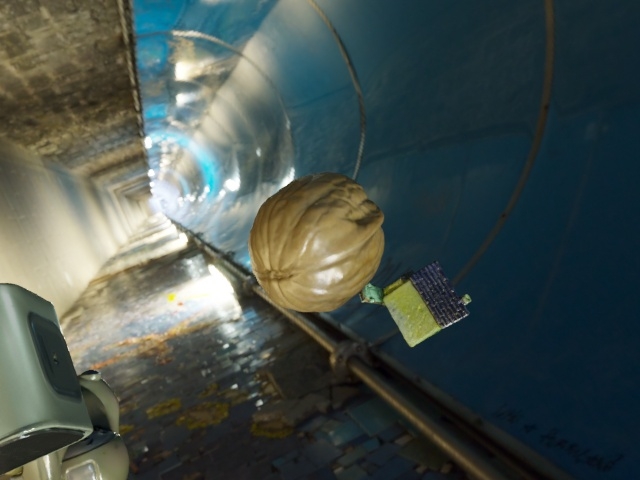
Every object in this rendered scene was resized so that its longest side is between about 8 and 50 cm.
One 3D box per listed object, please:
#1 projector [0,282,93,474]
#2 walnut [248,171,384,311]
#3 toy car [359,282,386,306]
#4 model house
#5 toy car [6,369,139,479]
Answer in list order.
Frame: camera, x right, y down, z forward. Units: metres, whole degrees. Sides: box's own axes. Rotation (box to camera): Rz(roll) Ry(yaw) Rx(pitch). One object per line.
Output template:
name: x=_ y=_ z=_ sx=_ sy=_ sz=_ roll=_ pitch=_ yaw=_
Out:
projector: x=-0.550 y=0.246 z=1.038 sx=0.248 sy=0.248 sz=0.249 roll=86 pitch=-21 yaw=-71
walnut: x=0.000 y=0.000 z=1.050 sx=0.224 sy=0.261 sz=0.225 roll=22 pitch=-50 yaw=28
toy car: x=0.168 y=0.164 z=1.880 sx=0.035 sy=0.121 sz=0.059 roll=-36 pitch=-128 yaw=35
model house: x=0.322 y=0.167 z=1.836 sx=0.211 sy=0.170 sz=0.194 roll=-38 pitch=-107 yaw=34
toy car: x=-0.479 y=0.445 z=1.272 sx=0.242 sy=0.226 sz=0.336 roll=-15 pitch=86 yaw=-66
